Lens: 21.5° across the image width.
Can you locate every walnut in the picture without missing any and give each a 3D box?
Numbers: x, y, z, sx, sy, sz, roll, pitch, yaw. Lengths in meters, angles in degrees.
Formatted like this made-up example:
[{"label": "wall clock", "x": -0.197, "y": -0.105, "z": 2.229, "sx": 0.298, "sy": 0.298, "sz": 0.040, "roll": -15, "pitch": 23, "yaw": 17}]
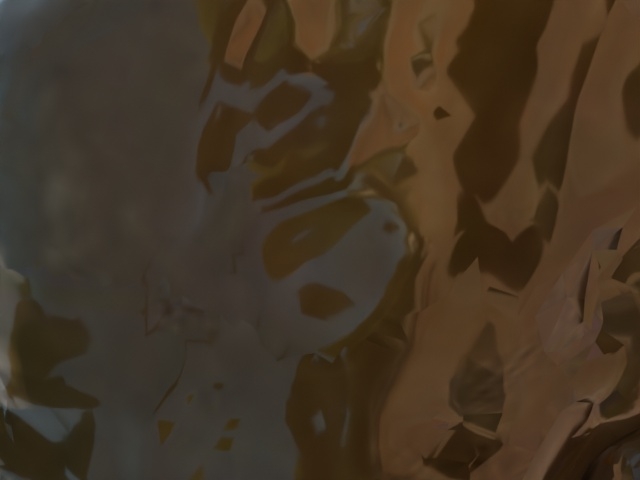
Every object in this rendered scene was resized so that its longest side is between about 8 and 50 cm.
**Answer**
[{"label": "walnut", "x": 0.007, "y": -0.013, "z": 0.638, "sx": 0.383, "sy": 0.383, "sz": 0.383, "roll": 162, "pitch": 90, "yaw": -81}]
